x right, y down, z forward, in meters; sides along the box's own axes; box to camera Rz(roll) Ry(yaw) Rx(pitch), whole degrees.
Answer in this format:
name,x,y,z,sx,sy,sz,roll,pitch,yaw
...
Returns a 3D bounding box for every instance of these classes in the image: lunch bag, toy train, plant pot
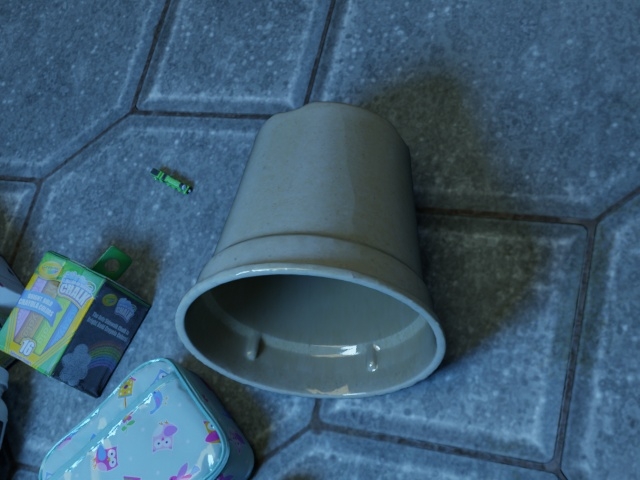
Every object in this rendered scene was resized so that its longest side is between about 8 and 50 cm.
name,x,y,z,sx,sy,sz,roll,pitch,yaw
lunch bag,-0.251,0.312,1.282,0.279,0.108,0.224,-42,59,1
toy train,-0.244,-0.097,1.508,0.083,0.024,0.017,26,79,30
plant pot,0.000,0.000,1.220,0.333,0.334,0.306,-8,54,19

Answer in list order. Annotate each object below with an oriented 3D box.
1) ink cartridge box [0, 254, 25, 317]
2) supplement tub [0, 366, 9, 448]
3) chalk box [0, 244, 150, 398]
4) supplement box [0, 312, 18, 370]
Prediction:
name,x,y,z,sx,sy,sz,roll,pitch,yaw
ink cartridge box,-0.592,0.039,1.513,0.092,0.158,0.218,-47,59,-1
supplement tub,-0.572,0.315,1.364,0.191,0.191,0.272,-3,67,21
chalk box,-0.363,0.105,1.406,0.132,0.132,0.213,21,76,28
supplement box,-0.520,0.163,1.472,0.083,0.083,0.056,-42,59,1
